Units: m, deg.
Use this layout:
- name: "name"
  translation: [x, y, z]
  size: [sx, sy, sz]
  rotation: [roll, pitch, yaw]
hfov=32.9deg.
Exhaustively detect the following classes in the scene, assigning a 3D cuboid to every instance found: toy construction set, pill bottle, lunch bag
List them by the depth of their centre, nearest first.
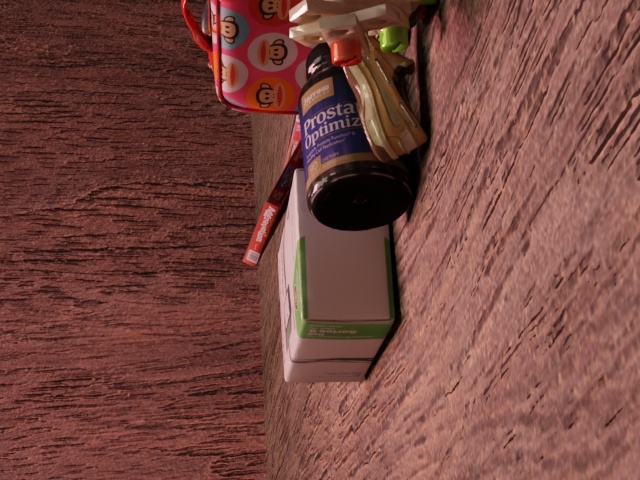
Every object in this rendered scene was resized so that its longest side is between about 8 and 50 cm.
- name: "toy construction set"
  translation: [0.059, -0.316, 1.073]
  size: [0.215, 0.151, 0.328]
  rotation: [136, 143, -79]
- name: "pill bottle"
  translation: [0.037, -0.130, 1.281]
  size: [0.123, 0.122, 0.219]
  rotation: [101, 166, -56]
- name: "lunch bag"
  translation: [-0.049, -0.296, 1.396]
  size: [0.293, 0.258, 0.120]
  rotation: [98, 168, -45]

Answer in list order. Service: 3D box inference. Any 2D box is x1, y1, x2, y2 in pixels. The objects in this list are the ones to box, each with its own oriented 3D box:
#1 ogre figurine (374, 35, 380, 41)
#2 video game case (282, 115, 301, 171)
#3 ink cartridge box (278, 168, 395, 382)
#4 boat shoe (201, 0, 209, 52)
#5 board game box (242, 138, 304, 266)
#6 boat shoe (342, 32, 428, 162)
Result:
- name: "ogre figurine"
  translation: [0.043, -0.323, 1.231]
  size: [0.097, 0.118, 0.197]
  rotation: [-104, 16, -60]
- name: "video game case"
  translation: [-0.030, -0.250, 1.980]
  size: [0.285, 0.025, 0.204]
  rotation: [111, 170, -71]
- name: "ink cartridge box"
  translation: [0.014, 0.058, 1.466]
  size: [0.289, 0.121, 0.211]
  rotation: [106, 163, -66]
- name: "boat shoe"
  translation: [-0.102, -0.402, 1.828]
  size: [0.500, 0.155, 0.187]
  rotation: [-80, -11, -67]
- name: "board game box"
  translation: [-0.052, -0.095, 1.794]
  size: [0.281, 0.027, 0.145]
  rotation: [-64, 0, -45]
- name: "boat shoe"
  translation: [0.069, -0.182, 1.181]
  size: [0.068, 0.072, 0.190]
  rotation: [7, -118, -69]
